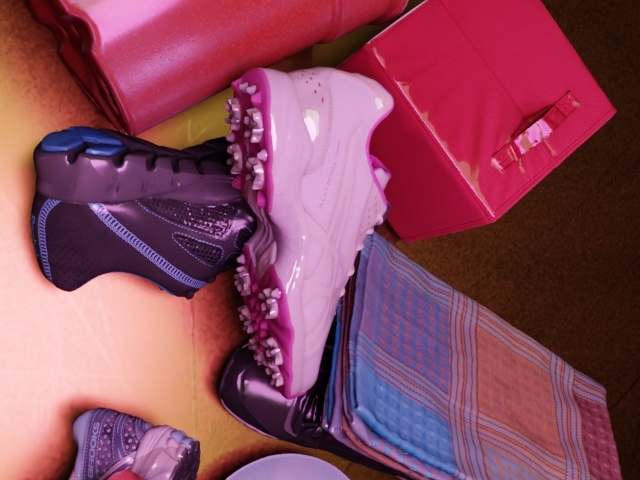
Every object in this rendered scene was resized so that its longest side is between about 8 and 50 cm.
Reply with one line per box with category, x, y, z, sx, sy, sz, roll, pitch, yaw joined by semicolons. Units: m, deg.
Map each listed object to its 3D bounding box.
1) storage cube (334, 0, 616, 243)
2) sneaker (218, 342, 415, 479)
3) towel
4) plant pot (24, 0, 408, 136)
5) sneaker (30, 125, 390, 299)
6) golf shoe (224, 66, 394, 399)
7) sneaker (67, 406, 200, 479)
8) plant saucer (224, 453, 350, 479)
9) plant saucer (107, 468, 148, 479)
storage cube;0.128;-0.134;0.906;0.184;0.215;0.193;-39;97;-20
sneaker;0.044;0.169;0.899;0.283;0.124;0.107;23;82;-21
towel;0.168;0.157;0.919;0.370;0.040;0.271;31;36;-19
plant pot;-0.109;-0.241;0.788;0.265;0.272;0.272;-35;102;-14
sneaker;-0.098;-0.022;0.869;0.341;0.125;0.139;3;111;-24
golf shoe;0.000;0.000;0.785;0.140;0.115;0.306;-13;123;-22
sneaker;-0.210;0.277;0.812;0.122;0.110;0.283;25;91;14
plant saucer;-0.042;0.303;0.905;0.195;0.037;0.194;1;88;-24
plant saucer;-0.152;0.344;0.751;0.258;0.048;0.259;-53;135;-10
